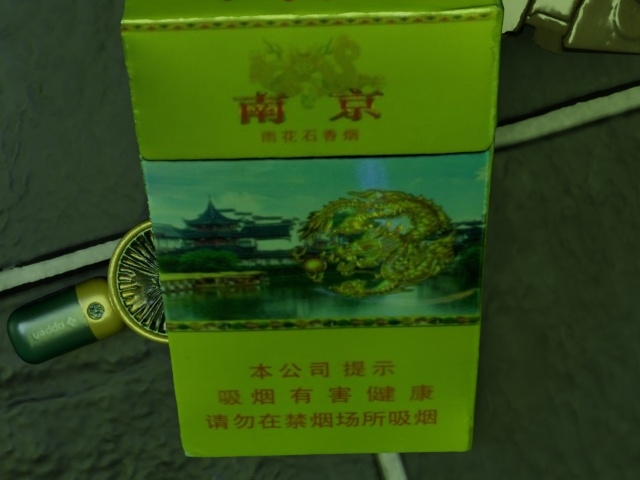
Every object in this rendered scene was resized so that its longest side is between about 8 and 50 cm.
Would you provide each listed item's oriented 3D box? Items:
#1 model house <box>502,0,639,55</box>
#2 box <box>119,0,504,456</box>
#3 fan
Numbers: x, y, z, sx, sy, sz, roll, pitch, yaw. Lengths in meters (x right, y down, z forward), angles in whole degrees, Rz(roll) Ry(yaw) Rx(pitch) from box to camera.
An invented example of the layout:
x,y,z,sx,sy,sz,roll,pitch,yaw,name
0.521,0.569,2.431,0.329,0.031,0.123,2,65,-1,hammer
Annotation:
x,y,z,sx,sy,sz,roll,pitch,yaw,name
0.095,-0.172,0.840,0.248,0.181,0.176,23,97,4,model house
0.000,0.000,0.841,0.187,0.047,0.335,-1,133,1,box
-0.125,0.035,0.947,0.155,0.039,0.082,-21,97,5,fan
